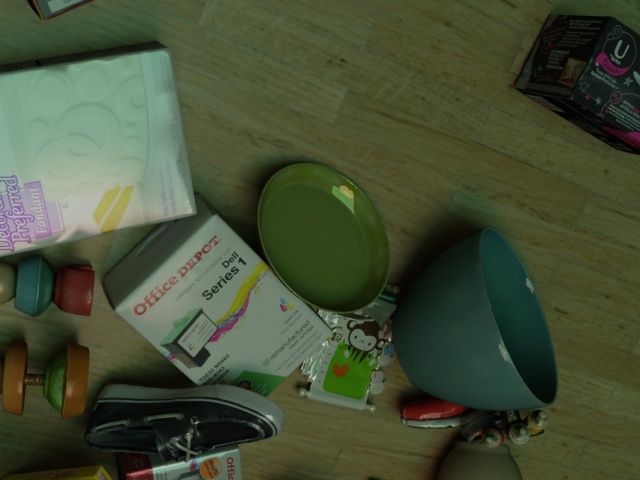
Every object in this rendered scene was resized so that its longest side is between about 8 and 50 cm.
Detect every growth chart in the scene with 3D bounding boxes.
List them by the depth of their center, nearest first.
[{"bbox_3d":[0.052,0.168,1.575,0.172,0.021,0.237,8,102,-23],"label":"growth chart"}]

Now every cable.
[{"bbox_3d":[0.323,0.335,1.635,0.140,0.072,0.287,-23,155,7],"label":"cable"}]

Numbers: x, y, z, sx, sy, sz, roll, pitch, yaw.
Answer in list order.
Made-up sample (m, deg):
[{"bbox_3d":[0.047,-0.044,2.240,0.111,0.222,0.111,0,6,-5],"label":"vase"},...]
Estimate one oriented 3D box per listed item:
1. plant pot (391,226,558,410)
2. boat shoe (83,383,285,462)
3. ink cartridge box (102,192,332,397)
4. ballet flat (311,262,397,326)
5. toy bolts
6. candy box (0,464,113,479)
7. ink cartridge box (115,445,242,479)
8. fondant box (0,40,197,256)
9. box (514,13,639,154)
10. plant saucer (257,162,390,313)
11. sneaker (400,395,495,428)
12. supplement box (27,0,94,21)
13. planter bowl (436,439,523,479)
[{"bbox_3d":[0.229,0.146,1.526,0.195,0.290,0.290,-22,119,25],"label":"plant pot"},{"bbox_3d":[-0.202,0.273,1.384,0.301,0.102,0.108,2,134,16],"label":"boat shoe"},{"bbox_3d":[-0.152,0.100,1.423,0.201,0.117,0.278,-44,117,-2],"label":"ink cartridge box"},{"bbox_3d":[0.025,0.080,1.490,0.213,0.072,0.068,26,102,-25],"label":"ballet flat"},{"bbox_3d":[-0.399,0.133,1.308,0.159,0.218,0.228,6,87,-16],"label":"toy bolts"},{"bbox_3d":[-0.374,0.382,1.412,0.206,0.027,0.105,-13,117,30],"label":"candy box"},{"bbox_3d":[-0.217,0.362,1.480,0.176,0.127,0.128,-9,110,-19],"label":"ink cartridge box"},{"bbox_3d":[-0.350,-0.121,1.288,0.330,0.096,0.238,-13,111,-16],"label":"fondant box"},{"bbox_3d":[0.466,-0.244,1.522,0.247,0.163,0.142,25,94,-26],"label":"box"},{"bbox_3d":[0.000,0.000,1.430,0.241,0.037,0.241,17,58,-30],"label":"plant saucer"},{"bbox_3d":[0.254,0.243,1.656,0.279,0.107,0.118,-18,94,-18],"label":"sneaker"},{"bbox_3d":[-0.318,-0.333,1.176,0.104,0.188,0.080,-26,115,-11],"label":"supplement box"},{"bbox_3d":[0.281,0.410,1.685,0.162,0.162,0.109,11,77,-24],"label":"planter bowl"}]
